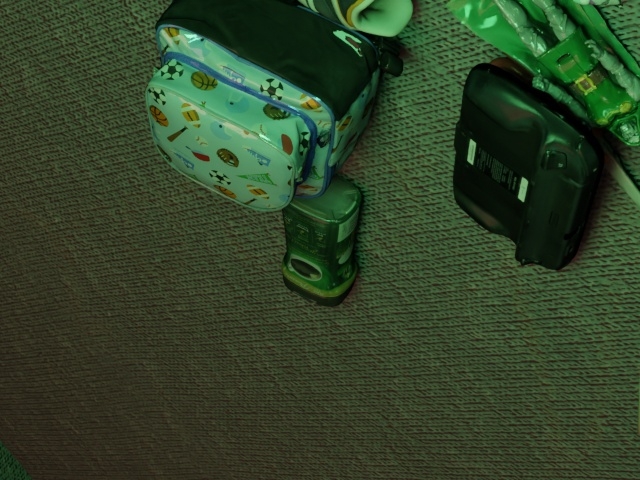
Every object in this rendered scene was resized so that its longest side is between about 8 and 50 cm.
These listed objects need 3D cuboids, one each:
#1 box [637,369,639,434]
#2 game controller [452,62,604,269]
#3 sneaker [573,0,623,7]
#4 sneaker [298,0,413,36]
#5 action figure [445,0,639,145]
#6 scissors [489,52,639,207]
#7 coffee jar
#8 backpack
[{"bbox_3d":[0.426,0.121,1.827,0.149,0.127,0.232,22,144,28],"label":"box"},{"bbox_3d":[0.212,-0.073,1.833,0.166,0.067,0.319,46,165,17],"label":"game controller"},{"bbox_3d":[0.275,-0.262,1.617,0.069,0.038,0.098,11,129,10],"label":"sneaker"},{"bbox_3d":[0.037,-0.327,1.702,0.127,0.126,0.321,32,158,24],"label":"sneaker"},{"bbox_3d":[0.247,-0.180,1.709,0.232,0.063,0.137,45,128,-16],"label":"action figure"},{"bbox_3d":[0.287,-0.104,1.800,0.297,0.021,0.109,43,146,0],"label":"scissors"},{"bbox_3d":[0.000,0.000,2.172,0.096,0.079,0.184,26,144,18],"label":"coffee jar"},{"bbox_3d":[-0.064,-0.154,1.940,0.276,0.213,0.263,32,164,14],"label":"backpack"}]
